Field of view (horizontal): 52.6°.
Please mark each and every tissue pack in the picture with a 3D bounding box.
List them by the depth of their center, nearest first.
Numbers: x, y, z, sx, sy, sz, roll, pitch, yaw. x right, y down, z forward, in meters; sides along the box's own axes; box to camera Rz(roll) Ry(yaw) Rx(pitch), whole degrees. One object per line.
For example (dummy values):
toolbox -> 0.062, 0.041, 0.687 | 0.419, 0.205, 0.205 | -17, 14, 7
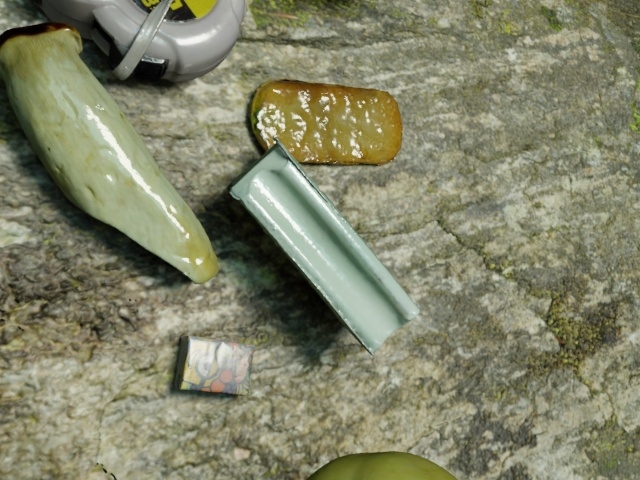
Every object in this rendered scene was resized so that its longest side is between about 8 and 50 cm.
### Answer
tissue pack -> -0.123, 0.146, 0.750 | 0.083, 0.035, 0.063 | 16, 71, -28

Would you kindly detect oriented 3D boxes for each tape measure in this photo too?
tape measure -> -0.189, -0.283, 0.761 | 0.236, 0.120, 0.197 | -36, 92, -26

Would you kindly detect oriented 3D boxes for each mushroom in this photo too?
mushroom -> -0.236, -0.082, 0.709 | 0.107, 0.087, 0.333 | -33, 101, -9

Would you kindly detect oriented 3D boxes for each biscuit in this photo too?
biscuit -> 0.015, -0.163, 0.907 | 0.247, 0.029, 0.118 | -2, 86, -31

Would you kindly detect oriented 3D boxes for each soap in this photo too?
soap -> 0.000, 0.000, 0.781 | 0.094, 0.150, 0.261 | -40, 102, -3

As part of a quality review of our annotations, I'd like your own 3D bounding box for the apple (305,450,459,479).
apple -> 0.080, 0.358, 0.686 | 0.279, 0.279, 0.278 | 7, 75, -29
